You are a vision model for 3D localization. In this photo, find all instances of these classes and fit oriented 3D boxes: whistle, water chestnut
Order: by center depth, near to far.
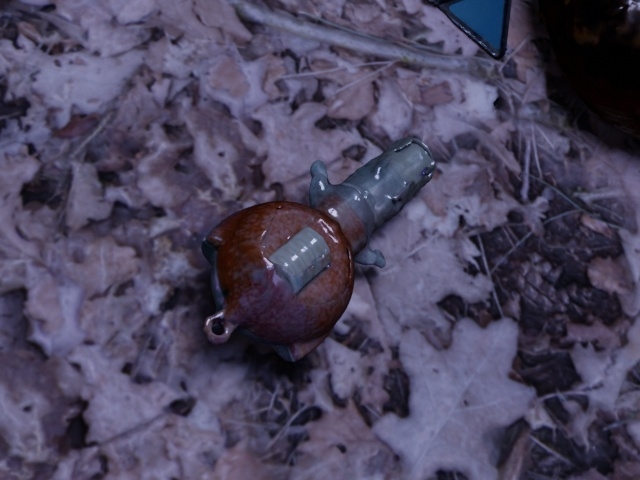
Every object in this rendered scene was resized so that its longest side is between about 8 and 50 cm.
[{"bbox_3d":[0.001,0.000,1.209,0.142,0.134,0.346,39,52,13],"label":"whistle"},{"bbox_3d":[0.397,-0.287,1.353,0.335,0.347,0.335,-7,74,26],"label":"water chestnut"}]

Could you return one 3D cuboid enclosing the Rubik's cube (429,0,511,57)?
[{"bbox_3d":[0.172,-0.400,1.439,0.229,0.233,0.228,-49,131,5],"label":"Rubik's cube"}]
